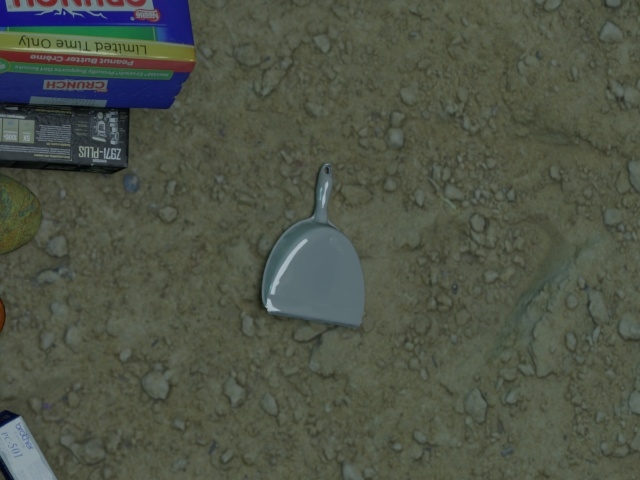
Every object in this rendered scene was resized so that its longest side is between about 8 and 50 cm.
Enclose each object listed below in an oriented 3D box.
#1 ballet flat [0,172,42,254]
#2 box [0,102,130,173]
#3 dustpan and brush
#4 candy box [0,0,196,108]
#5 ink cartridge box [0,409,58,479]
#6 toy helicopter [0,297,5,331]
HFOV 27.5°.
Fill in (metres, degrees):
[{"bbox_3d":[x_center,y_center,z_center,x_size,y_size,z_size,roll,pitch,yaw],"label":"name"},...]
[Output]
[{"bbox_3d":[-0.485,-0.046,1.491,0.348,0.123,0.123,11,83,-23],"label":"ballet flat"},{"bbox_3d":[-0.326,-0.161,1.585,0.180,0.077,0.147,2,86,-23],"label":"box"},{"bbox_3d":[0.000,0.000,1.736,0.147,0.060,0.211,11,90,-24],"label":"dustpan and brush"},{"bbox_3d":[-0.304,-0.319,1.527,0.268,0.122,0.317,1,66,-23],"label":"candy box"},{"bbox_3d":[-0.331,0.302,1.547,0.046,0.097,0.207,-30,100,-21],"label":"ink cartridge box"},{"bbox_3d":[-0.544,0.106,1.472,0.355,0.140,0.235,26,86,-9],"label":"toy helicopter"}]
